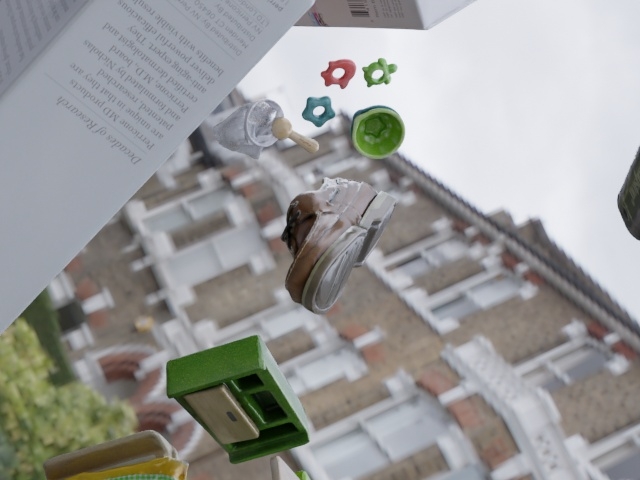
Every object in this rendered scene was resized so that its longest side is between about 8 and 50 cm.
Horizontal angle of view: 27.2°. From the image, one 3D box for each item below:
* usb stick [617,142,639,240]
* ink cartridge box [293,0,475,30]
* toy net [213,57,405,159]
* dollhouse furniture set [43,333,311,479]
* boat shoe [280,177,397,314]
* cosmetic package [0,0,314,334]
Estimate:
[{"bbox_3d":[0.371,-0.072,1.452,0.077,0.045,0.278,63,-5,19],"label":"usb stick"},{"bbox_3d":[0.054,-0.346,1.364,0.270,0.197,0.198,13,-49,50],"label":"ink cartridge box"},{"bbox_3d":[-0.014,-0.152,1.608,0.045,0.232,0.122,-109,-167,-57],"label":"toy net"},{"bbox_3d":[-0.161,0.247,1.256,0.151,0.301,0.198,59,17,-51],"label":"dollhouse furniture set"},{"bbox_3d":[0.000,0.000,1.598,0.104,0.111,0.307,27,20,7],"label":"boat shoe"},{"bbox_3d":[-0.237,-0.145,1.254,0.161,0.453,0.230,40,10,-30],"label":"cosmetic package"}]
